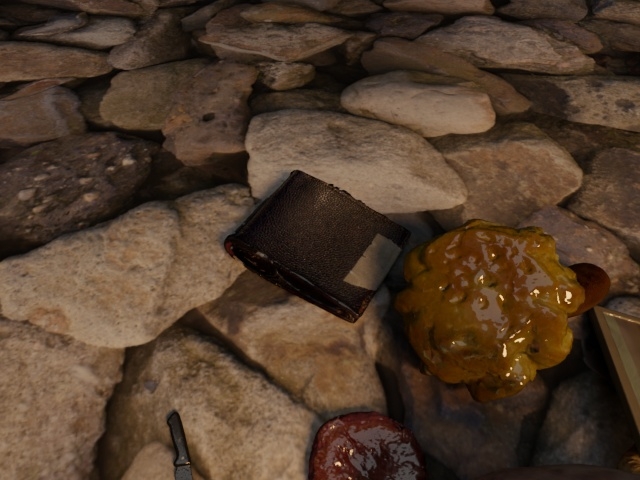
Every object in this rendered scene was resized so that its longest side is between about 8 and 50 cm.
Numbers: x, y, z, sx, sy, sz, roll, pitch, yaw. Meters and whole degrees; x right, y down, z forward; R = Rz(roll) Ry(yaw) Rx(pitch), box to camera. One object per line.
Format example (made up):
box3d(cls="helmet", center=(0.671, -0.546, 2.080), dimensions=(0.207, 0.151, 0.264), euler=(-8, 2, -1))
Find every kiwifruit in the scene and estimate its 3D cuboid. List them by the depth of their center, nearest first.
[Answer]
box3d(cls="kiwifruit", center=(0.401, 0.079, 0.669), dimensions=(0.124, 0.075, 0.075), euler=(-27, 57, -17))

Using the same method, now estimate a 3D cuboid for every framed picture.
box3d(cls="framed picture", center=(0.487, 0.200, 0.559), dimensions=(0.192, 0.018, 0.265), euler=(16, 34, 9))

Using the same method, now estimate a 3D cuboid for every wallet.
box3d(cls="wallet", center=(0.000, 0.000, 0.734), dimensions=(0.262, 0.072, 0.221), euler=(27, 51, 15))

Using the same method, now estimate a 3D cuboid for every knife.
box3d(cls="knife", center=(-0.168, 0.296, 0.520), dimensions=(0.023, 0.010, 0.170), euler=(-18, 56, -16))

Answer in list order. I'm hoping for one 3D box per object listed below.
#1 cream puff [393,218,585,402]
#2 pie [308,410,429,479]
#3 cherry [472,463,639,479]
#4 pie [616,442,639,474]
box3d(cls="cream puff", center=(0.226, 0.086, 0.578), dimensions=(0.244, 0.244, 0.196), euler=(29, 20, 20))
box3d(cls="pie", center=(0.058, 0.283, 0.518), dimensions=(0.153, 0.038, 0.154), euler=(-1, 51, 1))
box3d(cls="cherry", center=(0.249, 0.335, 0.324), dimensions=(0.326, 0.291, 0.335), euler=(-35, 43, 0))
box3d(cls="pie", center=(0.445, 0.319, 0.470), dimensions=(0.178, 0.084, 0.205), euler=(-30, 53, -33))
